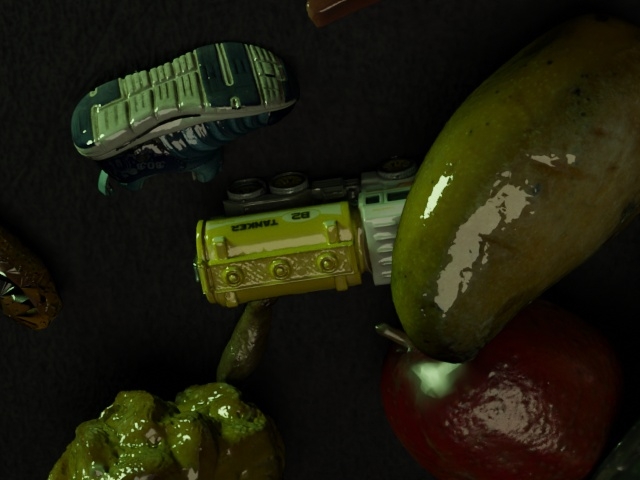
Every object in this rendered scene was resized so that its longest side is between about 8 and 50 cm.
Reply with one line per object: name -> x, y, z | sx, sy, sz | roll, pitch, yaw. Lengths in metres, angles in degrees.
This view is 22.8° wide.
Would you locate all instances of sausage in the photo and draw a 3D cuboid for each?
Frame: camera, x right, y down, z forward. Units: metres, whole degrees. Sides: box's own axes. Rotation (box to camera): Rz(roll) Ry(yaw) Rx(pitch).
sausage -> 0.056, -0.226, 1.379 | 0.147, 0.035, 0.030 | -22, 111, 9

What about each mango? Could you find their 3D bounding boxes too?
mango -> 0.175, -0.051, 1.363 | 0.329, 0.175, 0.176 | -41, 86, -3

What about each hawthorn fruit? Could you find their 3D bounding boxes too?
hawthorn fruit -> 0.157, 0.133, 1.468 | 0.250, 0.215, 0.215 | 35, 111, -13

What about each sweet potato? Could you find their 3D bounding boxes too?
sweet potato -> -0.067, 0.092, 1.531 | 0.038, 0.041, 0.153 | 8, 131, -22

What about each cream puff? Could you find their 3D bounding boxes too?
cream puff -> -0.143, 0.243, 1.523 | 0.244, 0.196, 0.244 | 0, 119, 1

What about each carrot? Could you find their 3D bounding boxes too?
carrot -> -0.330, -0.007, 1.475 | 0.069, 0.069, 0.228 | -38, 109, 17

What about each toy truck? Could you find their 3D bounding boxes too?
toy truck -> 0.000, 0.000, 1.447 | 0.227, 0.114, 0.098 | -8, 116, 4

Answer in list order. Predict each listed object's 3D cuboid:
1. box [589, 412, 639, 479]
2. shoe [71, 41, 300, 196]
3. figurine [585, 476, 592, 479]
box -> 0.404, 0.211, 1.480 | 0.359, 0.091, 0.350 | 5, 127, -40
shoe -> -0.116, -0.104, 1.421 | 0.207, 0.091, 0.106 | -19, 137, 5
figurine -> 0.274, 0.281, 1.604 | 0.098, 0.081, 0.146 | 19, 121, 32
